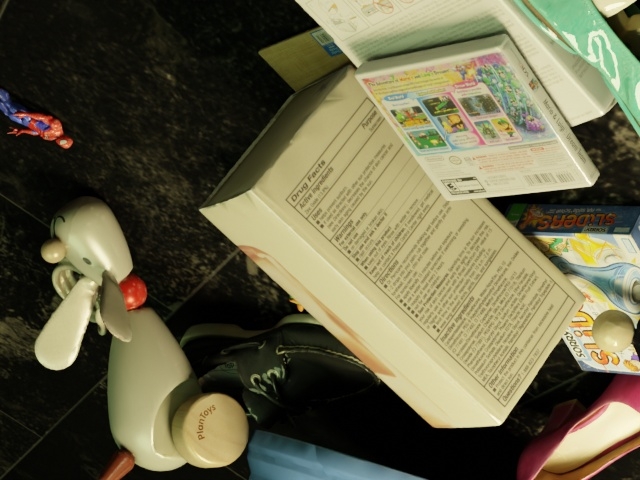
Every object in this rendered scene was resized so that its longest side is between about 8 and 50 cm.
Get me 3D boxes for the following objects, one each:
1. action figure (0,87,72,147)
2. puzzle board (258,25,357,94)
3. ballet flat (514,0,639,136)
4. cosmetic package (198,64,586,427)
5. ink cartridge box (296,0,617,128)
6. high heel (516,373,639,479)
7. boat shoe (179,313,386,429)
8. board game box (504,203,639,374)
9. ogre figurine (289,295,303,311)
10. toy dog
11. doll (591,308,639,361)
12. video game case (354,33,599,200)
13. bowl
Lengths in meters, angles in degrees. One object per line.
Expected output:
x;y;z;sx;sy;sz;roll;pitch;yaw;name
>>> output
-0.309;-0.128;1.733;0.115;0.030;0.038;27;146;1;action figure
0.017;-0.145;1.421;0.096;0.011;0.128;45;148;-23;puzzle board
0.216;-0.154;1.172;0.087;0.083;0.247;-31;117;31;ballet flat
0.062;0.012;1.427;0.296;0.153;0.129;45;157;-14;cosmetic package
0.097;-0.168;1.278;0.232;0.066;0.189;49;147;-15;ink cartridge box
0.275;0.195;1.608;0.082;0.117;0.244;40;150;-17;high heel
-0.057;0.158;1.860;0.340;0.113;0.127;0;139;43;boat shoe
0.258;0.047;1.475;0.136;0.035;0.201;2;140;41;board game box
0.000;0.000;1.589;0.197;0.097;0.118;1;124;18;ogre figurine
-0.230;0.136;1.819;0.333;0.161;0.220;52;144;9;toy dog
0.325;0.094;1.417;0.189;0.046;0.129;9;137;4;doll
0.120;-0.091;1.293;0.157;0.019;0.143;-5;131;49;video game case
0.099;0.302;1.831;0.391;0.077;0.391;18;172;3;bowl
